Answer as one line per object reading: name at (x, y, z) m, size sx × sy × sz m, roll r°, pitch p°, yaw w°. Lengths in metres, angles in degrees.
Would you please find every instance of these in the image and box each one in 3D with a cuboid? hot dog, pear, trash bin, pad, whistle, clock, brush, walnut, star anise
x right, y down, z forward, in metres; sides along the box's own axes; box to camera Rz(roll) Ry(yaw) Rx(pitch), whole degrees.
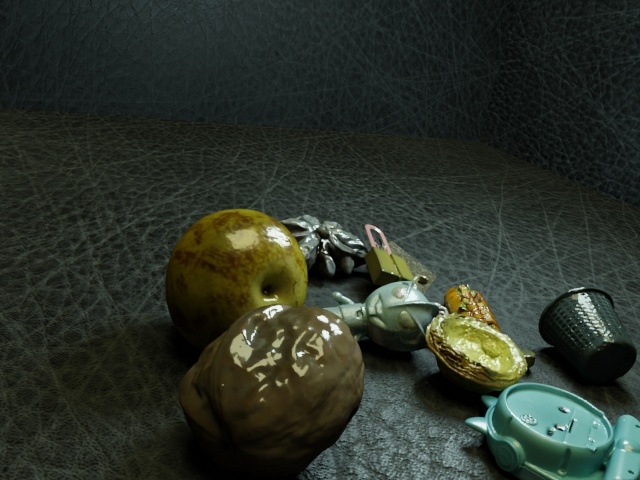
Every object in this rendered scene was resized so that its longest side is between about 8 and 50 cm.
hot dog at (0.348, 0.163, 1.533) m, size 0.104 × 0.076 × 0.250 m, roll 9°, pitch 23°, yaw -3°
pear at (-0.160, 0.079, 1.226) m, size 0.280 × 0.281 × 0.281 m, roll 9°, pitch 21°, yaw -4°
trash bin at (0.585, 0.213, 1.419) m, size 0.175 × 0.175 × 0.161 m, roll 5°, pitch 32°, yaw -16°
pad at (0.209, 0.081, 1.690) m, size 0.158 × 0.003 × 0.235 m, roll 39°, pitch 26°, yaw 7°
whistle at (0.095, 0.162, 1.347) m, size 0.346 × 0.142 × 0.134 m, roll -5°, pitch -5°, yaw -9°
clock at (0.387, 0.325, 1.102) m, size 0.274 × 0.094 × 0.223 m, roll 21°, pitch 21°, yaw 22°
brush at (0.155, 0.034, 1.650) m, size 0.103 × 0.047 × 0.233 m, roll 21°, pitch 28°, yaw -26°
walnut at (-0.065, 0.214, 0.975) m, size 0.227 × 0.273 × 0.273 m, roll 45°, pitch 24°, yaw -1°
star anise at (0.000, 0.000, 1.688) m, size 0.315 × 0.139 × 0.359 m, roll 24°, pitch 26°, yaw 9°

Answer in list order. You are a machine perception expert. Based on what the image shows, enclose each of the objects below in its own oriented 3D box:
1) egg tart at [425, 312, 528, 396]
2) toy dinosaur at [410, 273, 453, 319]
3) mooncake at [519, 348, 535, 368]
egg tart at (0.294, 0.225, 1.288) m, size 0.212 × 0.090 × 0.213 m, roll 19°, pitch 28°, yaw -11°
toy dinosaur at (0.193, 0.153, 1.495) m, size 0.251 × 0.072 × 0.200 m, roll 29°, pitch 36°, yaw 16°
mooncake at (0.502, 0.300, 1.276) m, size 0.150 × 0.057 × 0.347 m, roll -8°, pitch 27°, yaw -12°
